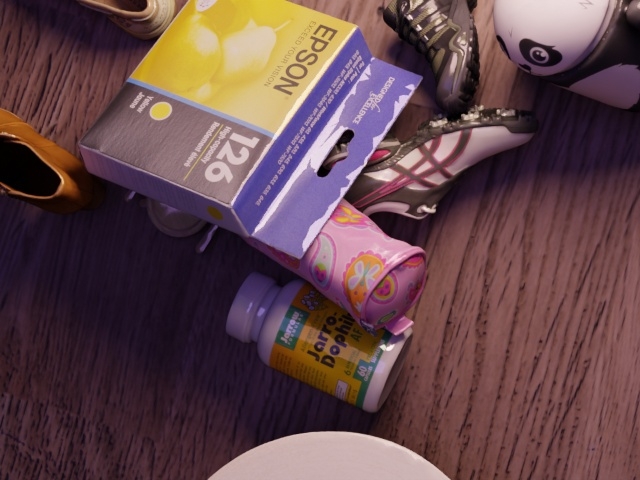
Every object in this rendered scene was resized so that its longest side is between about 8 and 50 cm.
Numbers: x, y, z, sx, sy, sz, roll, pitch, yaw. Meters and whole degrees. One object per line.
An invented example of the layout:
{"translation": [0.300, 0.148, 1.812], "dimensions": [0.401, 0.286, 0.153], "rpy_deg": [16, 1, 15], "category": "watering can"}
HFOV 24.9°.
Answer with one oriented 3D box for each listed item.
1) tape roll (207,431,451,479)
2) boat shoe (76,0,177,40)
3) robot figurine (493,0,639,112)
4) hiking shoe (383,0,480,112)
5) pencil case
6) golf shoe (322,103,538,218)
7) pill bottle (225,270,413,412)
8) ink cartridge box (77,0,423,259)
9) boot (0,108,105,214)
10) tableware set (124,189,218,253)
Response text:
{"translation": [0.010, 0.402, 1.566], "dimensions": [0.392, 0.072, 0.392], "rpy_deg": [-1, 71, 3], "category": "tape roll"}
{"translation": [-0.313, -0.360, 1.865], "dimensions": [0.285, 0.089, 0.105], "rpy_deg": [29, 91, 11], "category": "boat shoe"}
{"translation": [0.330, -0.245, 1.671], "dimensions": [0.209, 0.278, 0.174], "rpy_deg": [-45, 42, 40], "category": "robot figurine"}
{"translation": [0.135, -0.254, 1.773], "dimensions": [0.114, 0.086, 0.227], "rpy_deg": [-4, 63, 12], "category": "hiking shoe"}
{"translation": [0.000, 0.000, 1.727], "dimensions": [0.284, 0.124, 0.124], "rpy_deg": [36, 92, 31], "category": "pencil case"}
{"translation": [0.140, -0.094, 1.774], "dimensions": [0.272, 0.105, 0.120], "rpy_deg": [-13, 98, 14], "category": "golf shoe"}
{"translation": [-0.003, 0.117, 1.757], "dimensions": [0.208, 0.117, 0.118], "rpy_deg": [24, 89, 11], "category": "pill bottle"}
{"translation": [-0.083, -0.158, 1.735], "dimensions": [0.307, 0.072, 0.304], "rpy_deg": [21, 61, 24], "category": "ink cartridge box"}
{"translation": [-0.414, -0.118, 1.800], "dimensions": [0.295, 0.211, 0.104], "rpy_deg": [24, 89, 11], "category": "boot"}
{"translation": [-0.147, -0.093, 1.842], "dimensions": [0.128, 0.039, 0.194], "rpy_deg": [36, 97, 1], "category": "tableware set"}
